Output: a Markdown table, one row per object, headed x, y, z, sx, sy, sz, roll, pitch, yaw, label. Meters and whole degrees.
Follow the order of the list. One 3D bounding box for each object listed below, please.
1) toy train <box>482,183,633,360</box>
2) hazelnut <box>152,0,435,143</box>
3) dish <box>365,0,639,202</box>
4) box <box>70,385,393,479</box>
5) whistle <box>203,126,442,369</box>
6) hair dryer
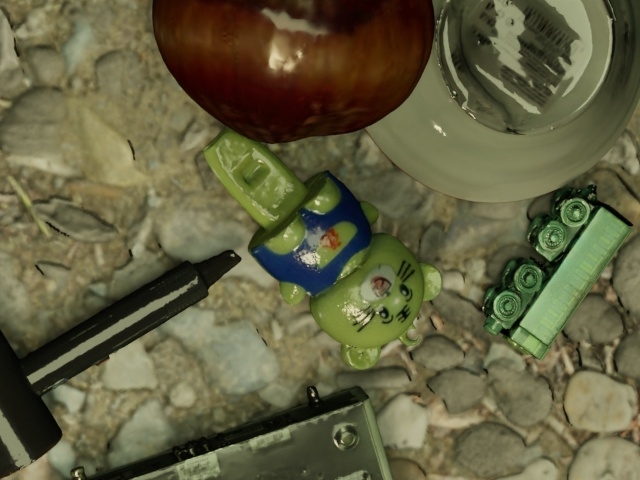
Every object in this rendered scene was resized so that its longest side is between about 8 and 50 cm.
| x | y | z | sx | sy | sz | roll | pitch | yaw | label |
| --- | --- | --- | --- | --- | --- | --- | --- | --- | --- |
| 0.190 | 0.023 | 1.295 | 0.071 | 0.038 | 0.148 | 35 | 89 | -16 | toy train |
| -0.019 | -0.151 | 1.159 | 0.204 | 0.178 | 0.178 | -2 | 98 | -10 | hazelnut |
| 0.149 | -0.155 | 1.240 | 0.260 | 0.085 | 0.260 | -1 | 97 | -11 | dish |
| -0.065 | 0.242 | 1.267 | 0.270 | 0.045 | 0.210 | -16 | 102 | -9 | box |
| 0.000 | 0.000 | 1.229 | 0.105 | 0.085 | 0.227 | -46 | 103 | -12 | whistle |
| -0.180 | 0.061 | 1.220 | 0.255 | 0.070 | 0.128 | -33 | 102 | -13 | hair dryer |
